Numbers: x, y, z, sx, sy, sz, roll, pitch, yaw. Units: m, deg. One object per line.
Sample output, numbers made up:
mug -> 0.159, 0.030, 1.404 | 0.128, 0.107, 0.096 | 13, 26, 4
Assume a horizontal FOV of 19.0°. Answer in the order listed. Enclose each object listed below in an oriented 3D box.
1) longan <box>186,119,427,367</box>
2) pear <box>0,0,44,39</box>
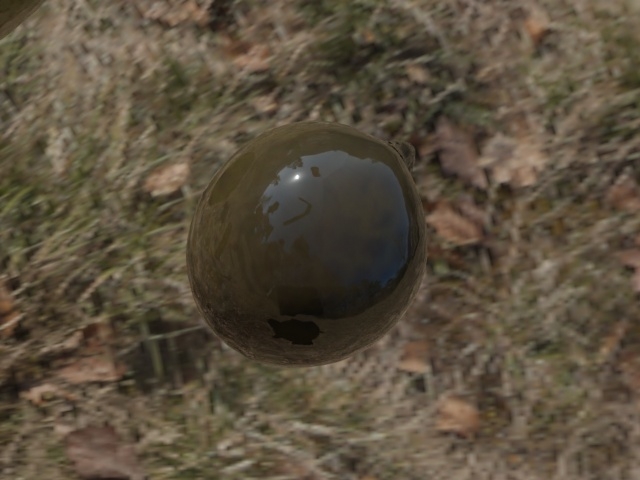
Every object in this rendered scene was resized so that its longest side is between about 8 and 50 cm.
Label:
longan -> 0.000, 0.000, 0.757 | 0.113, 0.113, 0.092 | -38, 58, -25
pear -> -0.200, -0.156, 0.873 | 0.137, 0.167, 0.167 | -30, 98, 14
